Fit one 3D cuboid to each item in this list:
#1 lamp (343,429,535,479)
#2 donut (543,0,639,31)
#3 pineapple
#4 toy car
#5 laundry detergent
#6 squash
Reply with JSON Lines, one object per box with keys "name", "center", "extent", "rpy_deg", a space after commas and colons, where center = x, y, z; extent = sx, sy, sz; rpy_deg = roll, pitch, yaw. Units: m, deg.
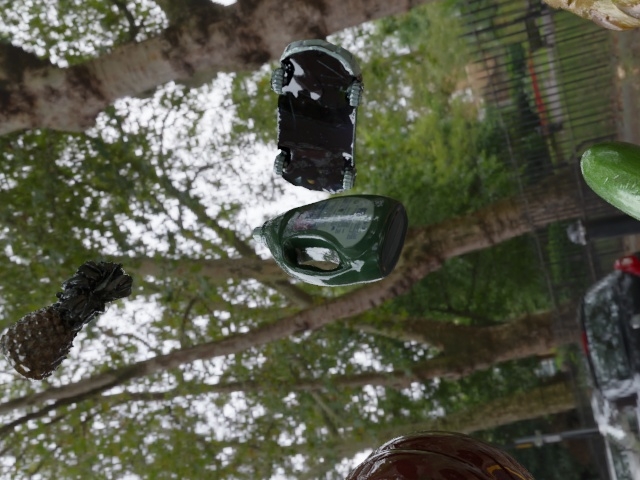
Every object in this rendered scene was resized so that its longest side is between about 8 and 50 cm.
{"name": "lamp", "center": [0.109, 0.325, 0.664], "extent": [0.303, 0.257, 0.303], "rpy_deg": [11, -103, -57]}
{"name": "donut", "center": [0.285, -0.309, 0.773], "extent": [0.114, 0.226, 0.226], "rpy_deg": [-61, -18, 7]}
{"name": "pineapple", "center": [-0.282, 0.084, 0.832], "extent": [0.159, 0.074, 0.074], "rpy_deg": [-46, -46, -19]}
{"name": "toy car", "center": [-0.002, -0.131, 0.805], "extent": [0.205, 0.095, 0.056], "rpy_deg": [93, -168, -46]}
{"name": "laundry detergent", "center": [0.000, 0.000, 0.960], "extent": [0.063, 0.211, 0.137], "rpy_deg": [59, -139, -43]}
{"name": "squash", "center": [0.417, -0.043, 0.841], "extent": [0.292, 0.082, 0.082], "rpy_deg": [38, 166, 42]}
